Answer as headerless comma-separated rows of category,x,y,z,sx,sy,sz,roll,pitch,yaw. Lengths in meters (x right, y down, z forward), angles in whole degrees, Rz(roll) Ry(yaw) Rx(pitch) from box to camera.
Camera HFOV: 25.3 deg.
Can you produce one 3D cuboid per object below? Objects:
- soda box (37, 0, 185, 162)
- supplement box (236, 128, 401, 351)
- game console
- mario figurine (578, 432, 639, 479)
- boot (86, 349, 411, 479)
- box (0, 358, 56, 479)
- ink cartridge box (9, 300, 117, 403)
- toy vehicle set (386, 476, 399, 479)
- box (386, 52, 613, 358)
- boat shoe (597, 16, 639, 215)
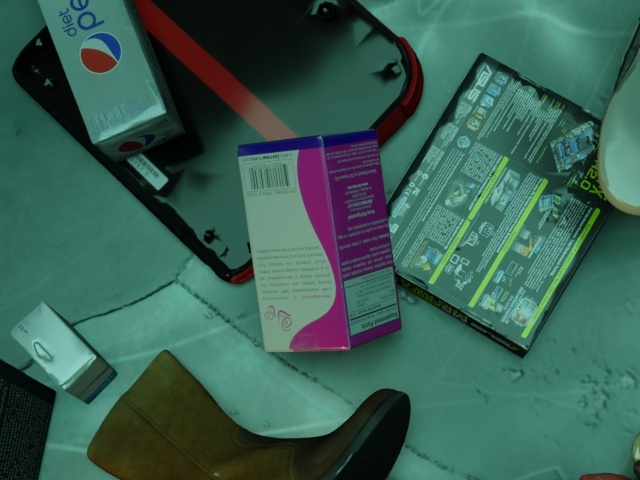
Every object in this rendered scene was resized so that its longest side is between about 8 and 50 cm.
soda box,-0.248,-0.237,1.576,0.091,0.098,0.286,-23,79,3
supplement box,0.000,0.000,1.494,0.111,0.114,0.220,-3,95,35
game console,-0.113,-0.192,1.631,0.386,0.060,0.342,43,89,12
mario figurine,0.325,0.307,1.429,0.320,0.170,0.198,-35,93,-24
boot,-0.075,0.203,1.506,0.280,0.096,0.264,34,83,34
box,-0.457,0.197,1.378,0.293,0.395,0.212,9,77,5
ink cartridge box,-0.273,0.122,1.524,0.088,0.122,0.052,44,83,11
toy vehicle set,0.145,0.349,1.443,0.267,0.035,0.166,19,46,10
box,0.200,-0.041,1.568,0.216,0.060,0.270,30,81,9
boat shoe,0.379,-0.162,1.529,0.127,0.158,0.340,23,74,8
